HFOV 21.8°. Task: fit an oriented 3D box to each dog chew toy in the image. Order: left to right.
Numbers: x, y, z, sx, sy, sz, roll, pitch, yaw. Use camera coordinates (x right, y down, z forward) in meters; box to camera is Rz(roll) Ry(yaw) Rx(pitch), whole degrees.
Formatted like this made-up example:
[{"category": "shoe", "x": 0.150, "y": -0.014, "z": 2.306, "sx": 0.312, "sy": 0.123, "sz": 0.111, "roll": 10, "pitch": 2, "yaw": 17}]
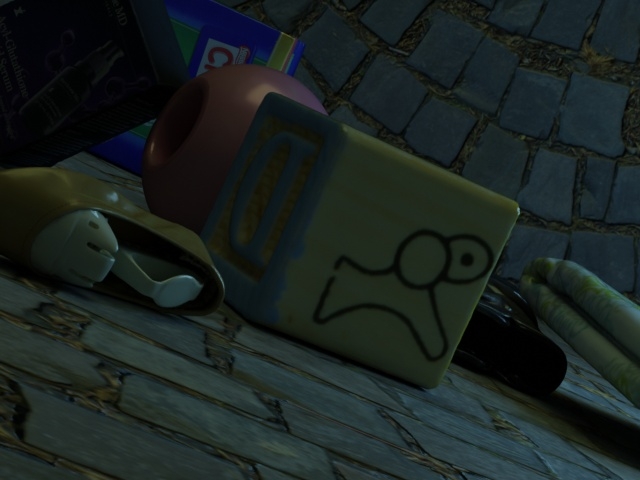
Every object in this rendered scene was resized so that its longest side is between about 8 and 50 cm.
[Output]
[{"category": "dog chew toy", "x": -0.018, "y": -0.037, "z": 1.701, "sx": 0.332, "sy": 0.207, "sz": 0.206, "roll": 31, "pitch": 0, "yaw": -28}]

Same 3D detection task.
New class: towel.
[{"category": "towel", "x": 0.406, "y": 0.160, "z": 1.802, "sx": 0.320, "sy": 0.090, "sz": 0.374, "roll": 35, "pitch": 6, "yaw": -21}]

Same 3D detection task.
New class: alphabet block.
[{"category": "alphabet block", "x": 0.026, "y": -0.002, "z": 1.498, "sx": 0.197, "sy": 0.192, "sz": 0.193, "roll": 23, "pitch": 6, "yaw": -26}]

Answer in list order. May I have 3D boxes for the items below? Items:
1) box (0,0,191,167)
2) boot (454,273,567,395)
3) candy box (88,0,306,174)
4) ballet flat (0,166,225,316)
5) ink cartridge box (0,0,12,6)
[{"category": "box", "x": -0.256, "y": -0.183, "z": 1.727, "sx": 0.153, "sy": 0.207, "sz": 0.108, "roll": 69, "pitch": 15, "yaw": 11}, {"category": "boot", "x": 0.114, "y": 0.054, "z": 1.872, "sx": 0.338, "sy": 0.118, "sz": 0.223, "roll": 20, "pitch": 10, "yaw": -7}, {"category": "candy box", "x": -0.219, "y": -0.224, "z": 2.327, "sx": 0.317, "sy": 0.268, "sz": 0.122, "roll": 25, "pitch": 7, "yaw": 4}, {"category": "ballet flat", "x": -0.150, "y": 0.005, "z": 1.182, "sx": 0.232, "sy": 0.080, "sz": 0.073, "roll": 18, "pitch": 23, "yaw": -50}, {"category": "ink cartridge box", "x": -0.446, "y": -0.256, "z": 2.080, "sx": 0.168, "sy": 0.171, "sz": 0.232, "roll": 24, "pitch": 4, "yaw": 7}]
